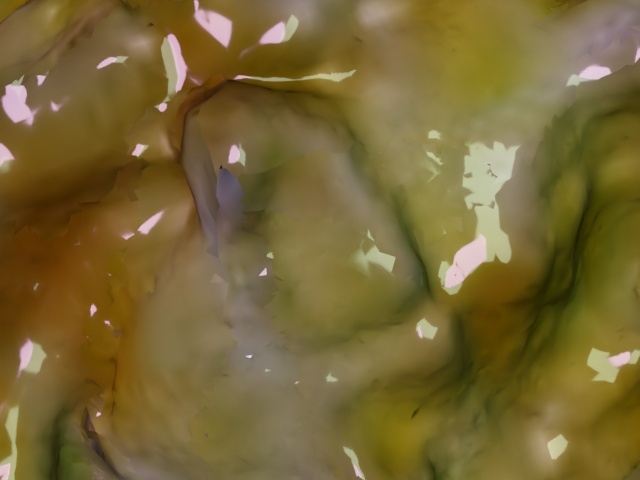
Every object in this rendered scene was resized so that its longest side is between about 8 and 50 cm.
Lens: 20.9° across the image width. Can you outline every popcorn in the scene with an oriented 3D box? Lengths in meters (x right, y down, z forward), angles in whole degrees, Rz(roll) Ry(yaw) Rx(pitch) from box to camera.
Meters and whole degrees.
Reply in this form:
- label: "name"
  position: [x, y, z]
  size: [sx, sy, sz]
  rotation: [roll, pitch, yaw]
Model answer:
- label: "popcorn"
  position: [0.008, -0.003, 0.558]
  size: [0.335, 0.274, 0.279]
  rotation: [-22, 95, -16]
